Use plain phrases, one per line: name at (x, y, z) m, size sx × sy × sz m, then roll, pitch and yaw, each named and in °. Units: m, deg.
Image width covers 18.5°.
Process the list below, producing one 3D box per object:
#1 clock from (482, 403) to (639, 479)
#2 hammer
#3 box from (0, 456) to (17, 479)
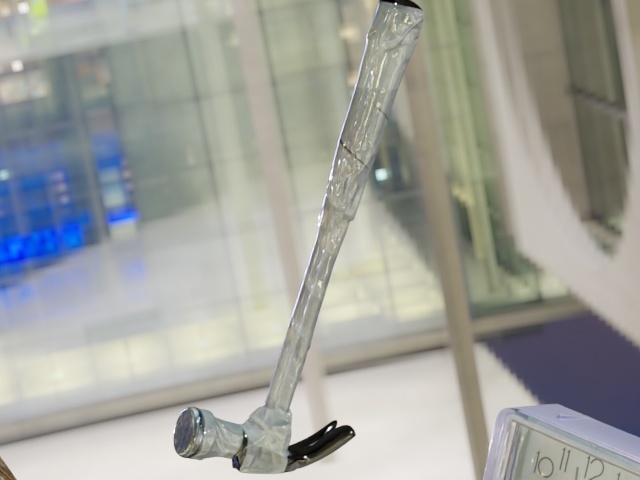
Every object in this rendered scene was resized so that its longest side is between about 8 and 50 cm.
clock at (0.220, 0.224, 1.585) m, size 0.073 × 0.145 × 0.193 m, roll 2°, pitch -168°, yaw -43°
hammer at (0.000, 0.000, 1.648) m, size 0.152 × 0.427 × 0.044 m, roll 10°, pitch -167°, yaw -26°
box at (-0.327, 0.324, 1.896) m, size 0.152 × 0.070 × 0.237 m, roll -44°, pitch -123°, yaw 1°
